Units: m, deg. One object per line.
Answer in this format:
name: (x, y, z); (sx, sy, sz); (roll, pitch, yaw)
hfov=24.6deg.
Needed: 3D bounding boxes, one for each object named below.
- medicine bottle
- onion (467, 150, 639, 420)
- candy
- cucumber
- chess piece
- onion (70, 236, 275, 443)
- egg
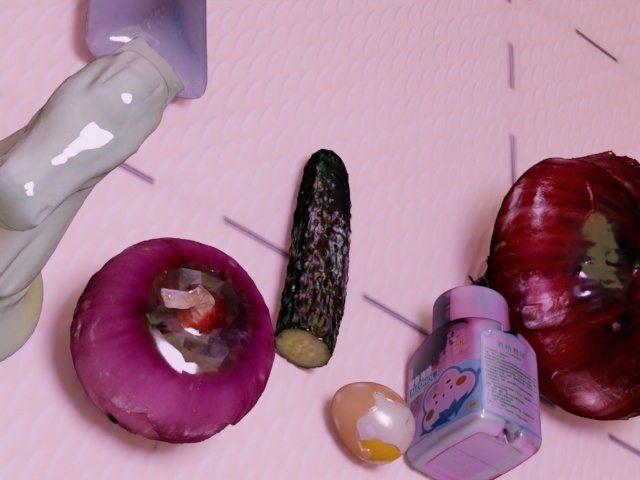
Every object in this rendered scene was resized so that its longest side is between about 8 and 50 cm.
medicine bottle: (0.152, 0.140, 1.469); (0.094, 0.119, 0.188); (29, 43, -26)
onion: (0.325, 0.049, 1.625); (0.314, 0.232, 0.314); (16, 69, -48)
candy: (-0.173, -0.232, 1.486); (0.138, 0.071, 0.174); (23, 46, -31)
cucumber: (0.000, 0.000, 1.479); (0.067, 0.067, 0.293); (32, 41, -23)
chess piece: (-0.227, -0.029, 1.087); (0.176, 0.298, 0.175); (29, 41, -29)
onion: (-0.120, 0.081, 1.226); (0.177, 0.153, 0.177); (41, 29, -28)
egg: (0.048, 0.169, 1.383); (0.083, 0.071, 0.071); (39, 39, -10)
